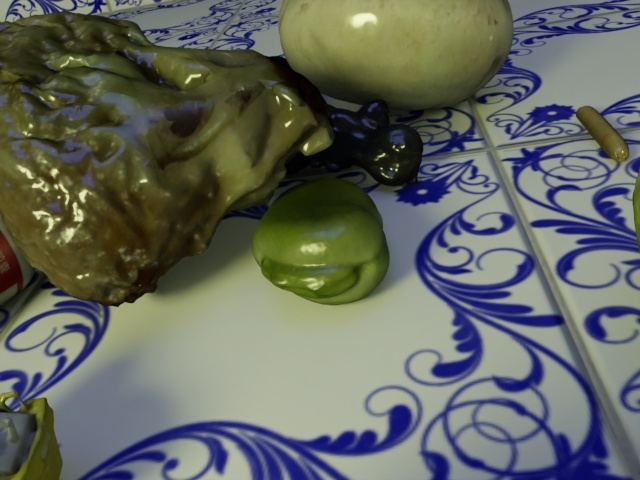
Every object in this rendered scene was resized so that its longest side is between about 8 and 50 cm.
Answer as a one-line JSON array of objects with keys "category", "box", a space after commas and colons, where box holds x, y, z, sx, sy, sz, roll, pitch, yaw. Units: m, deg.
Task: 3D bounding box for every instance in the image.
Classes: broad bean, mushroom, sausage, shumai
[{"category": "broad bean", "box": [0.000, 0.000, 0.582, 0.124, 0.082, 0.174, -15, 21, -7]}, {"category": "mushroom", "box": [0.077, -0.298, 0.845, 0.315, 0.356, 0.315, -24, 51, 34]}, {"category": "sausage", "box": [0.317, -0.123, 0.720, 0.024, 0.024, 0.132, -7, 30, 7]}, {"category": "shumai", "box": [-0.151, -0.118, 0.602, 0.283, 0.217, 0.346, -23, 52, 12]}]

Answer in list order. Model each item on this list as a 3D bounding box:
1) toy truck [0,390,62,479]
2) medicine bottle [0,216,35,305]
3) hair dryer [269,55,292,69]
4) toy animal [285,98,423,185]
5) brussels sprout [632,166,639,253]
[{"category": "toy truck", "box": [-0.297, 0.167, 0.366, 0.286, 0.111, 0.136, -18, 21, -7]}, {"category": "medicine bottle", "box": [-0.370, 0.030, 0.599, 0.131, 0.131, 0.250, 11, 36, 33]}, {"category": "hair dryer", "box": [0.025, -0.262, 1.032, 0.248, 0.070, 0.114, -11, 28, -16]}, {"category": "toy animal", "box": [-0.044, -0.130, 0.781, 0.343, 0.106, 0.168, 0, 32, 13]}, {"category": "brussels sprout", "box": [0.308, -0.018, 0.382, 0.219, 0.210, 0.271, 26, 60, 17]}]
